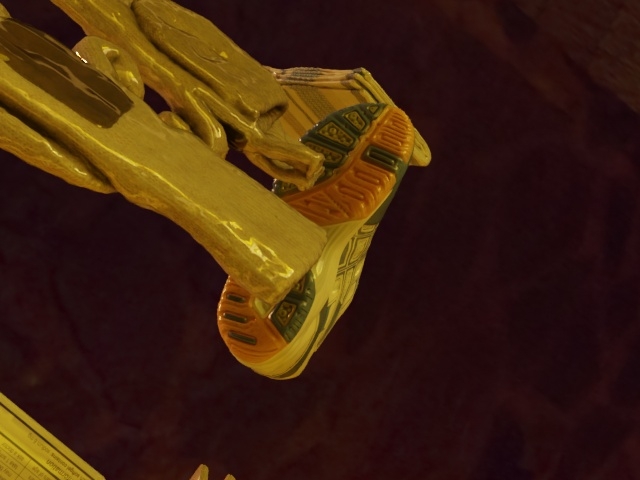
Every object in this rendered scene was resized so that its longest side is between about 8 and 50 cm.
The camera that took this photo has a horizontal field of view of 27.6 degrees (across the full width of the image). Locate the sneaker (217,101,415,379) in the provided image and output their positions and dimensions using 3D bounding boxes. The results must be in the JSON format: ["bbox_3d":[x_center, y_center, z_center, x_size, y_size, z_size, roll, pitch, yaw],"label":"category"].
[{"bbox_3d":[0.000,0.000,1.296,0.112,0.131,0.296,27,-105,24],"label":"sneaker"}]

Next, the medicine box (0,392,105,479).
[{"bbox_3d":[-0.423,0.276,1.344,0.149,0.263,0.289,5,-126,56],"label":"medicine box"}]

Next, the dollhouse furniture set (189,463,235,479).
[{"bbox_3d":[-0.093,0.440,1.608,0.161,0.212,0.242,-56,-160,29],"label":"dollhouse furniture set"}]

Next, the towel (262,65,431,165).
[{"bbox_3d":[0.000,-0.176,1.817,0.285,0.209,0.034,8,-116,40],"label":"towel"}]

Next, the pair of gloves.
[{"bbox_3d":[-0.085,-0.065,0.593,0.042,0.204,0.240,-52,-170,19],"label":"pair of gloves"}]
